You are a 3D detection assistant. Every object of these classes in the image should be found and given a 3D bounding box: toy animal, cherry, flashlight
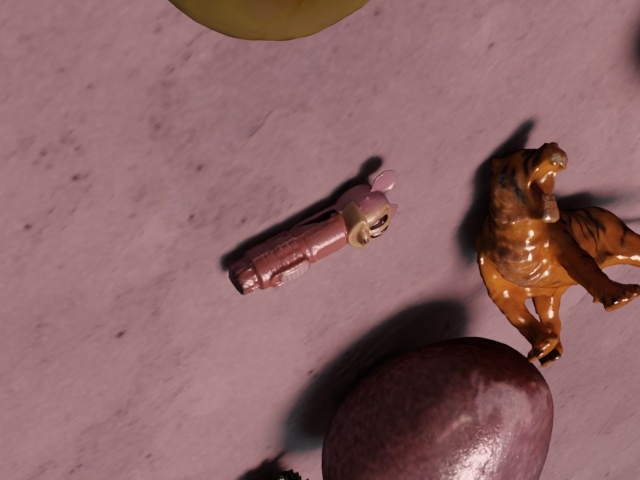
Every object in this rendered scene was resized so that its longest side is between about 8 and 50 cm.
[{"bbox_3d":[0.182,0.009,0.949,0.114,0.116,0.255,-33,162,29],"label":"toy animal"},{"bbox_3d":[0.080,0.142,0.958,0.176,0.140,0.176,-28,141,-26],"label":"cherry"},{"bbox_3d":[0.000,0.000,0.783,0.110,0.031,0.052,-29,149,-15],"label":"flashlight"}]

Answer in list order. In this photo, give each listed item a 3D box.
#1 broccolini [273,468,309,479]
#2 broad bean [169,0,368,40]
[{"bbox_3d":[-0.022,0.214,1.060,0.074,0.058,0.201,-24,166,4],"label":"broccolini"},{"bbox_3d":[0.004,-0.199,0.443,0.189,0.121,0.263,23,105,-39],"label":"broad bean"}]
